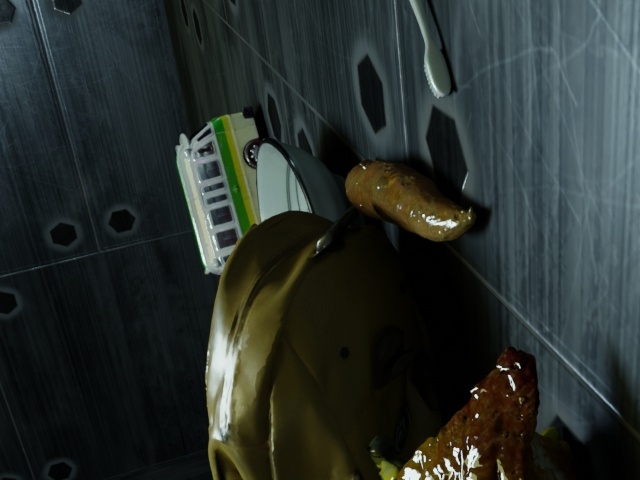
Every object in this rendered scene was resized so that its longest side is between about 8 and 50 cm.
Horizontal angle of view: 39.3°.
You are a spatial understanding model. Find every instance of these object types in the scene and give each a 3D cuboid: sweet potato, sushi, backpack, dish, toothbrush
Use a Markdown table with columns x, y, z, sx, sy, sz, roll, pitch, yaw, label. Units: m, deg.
| x | y | z | sx | sy | sz | roll | pitch | yaw | label |
| --- | --- | --- | --- | --- | --- | --- | --- | --- | --- |
| 0.077 | -0.050 | 0.924 | 0.072 | 0.066 | 0.314 | 40 | 177 | -18 | sweet potato |
| 0.137 | 0.226 | 0.734 | 0.179 | 0.167 | 0.296 | -104 | -11 | -46 | sushi |
| 0.010 | 0.156 | 0.959 | 0.353 | 0.201 | 0.378 | -47 | -52 | -55 | backpack |
| 0.000 | 0.000 | 1.244 | 0.316 | 0.106 | 0.316 | 167 | 90 | -76 | dish |
| 0.072 | -0.264 | 0.810 | 0.025 | 0.020 | 0.286 | 128 | 127 | -83 | toothbrush |

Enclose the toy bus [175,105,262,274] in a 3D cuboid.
| x | y | z | sx | sy | sz | roll | pitch | yaw | label |
| --- | --- | --- | --- | --- | --- | --- | --- | --- | --- |
| -0.172 | -0.088 | 1.732 | 0.143 | 0.179 | 0.305 | 150 | 106 | -78 | toy bus |
